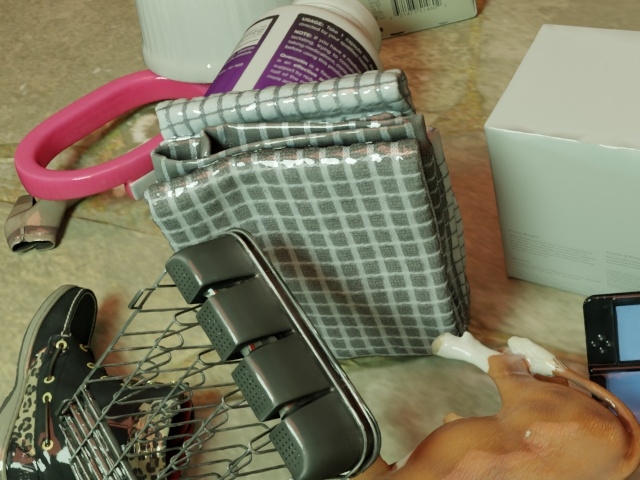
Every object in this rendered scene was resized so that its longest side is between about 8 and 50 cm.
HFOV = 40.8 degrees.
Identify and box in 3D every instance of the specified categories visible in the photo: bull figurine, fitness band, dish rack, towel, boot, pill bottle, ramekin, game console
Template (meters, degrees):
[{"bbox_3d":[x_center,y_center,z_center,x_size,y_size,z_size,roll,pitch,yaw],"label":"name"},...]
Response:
[{"bbox_3d":[0.087,0.189,0.666,0.311,0.101,0.188,-26,43,-5],"label":"bull figurine"},{"bbox_3d":[-0.248,-0.139,1.096,0.209,0.054,0.291,23,48,34],"label":"fitness band"},{"bbox_3d":[-0.101,0.147,0.663,0.074,0.271,0.208,-7,55,-49],"label":"dish rack"},{"bbox_3d":[0.000,0.000,0.747,0.235,0.283,0.121,-3,49,18],"label":"towel"},{"bbox_3d":[-0.336,-0.029,1.073,0.119,0.042,0.087,-18,51,5],"label":"boot"},{"bbox_3d":[-0.038,-0.136,0.961,0.182,0.181,0.322,6,51,25],"label":"pill bottle"},{"bbox_3d":[-0.205,0.142,0.836,0.179,0.085,0.236,-2,46,11],"label":"boot"},{"bbox_3d":[-0.125,-0.339,1.180,0.277,0.135,0.277,-7,36,5],"label":"ramekin"},{"bbox_3d":[0.283,0.101,0.702,0.122,0.107,0.071,-5,19,15],"label":"game console"}]

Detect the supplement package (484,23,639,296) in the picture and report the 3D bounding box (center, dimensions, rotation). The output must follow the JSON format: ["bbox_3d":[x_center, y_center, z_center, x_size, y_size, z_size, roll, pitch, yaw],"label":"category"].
[{"bbox_3d":[0.271,-0.061,0.762,0.194,0.203,0.149,14,55,29],"label":"supplement package"}]

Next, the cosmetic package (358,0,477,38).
[{"bbox_3d":[0.121,-0.429,1.229,0.160,0.113,0.309,-12,47,10],"label":"cosmetic package"}]
